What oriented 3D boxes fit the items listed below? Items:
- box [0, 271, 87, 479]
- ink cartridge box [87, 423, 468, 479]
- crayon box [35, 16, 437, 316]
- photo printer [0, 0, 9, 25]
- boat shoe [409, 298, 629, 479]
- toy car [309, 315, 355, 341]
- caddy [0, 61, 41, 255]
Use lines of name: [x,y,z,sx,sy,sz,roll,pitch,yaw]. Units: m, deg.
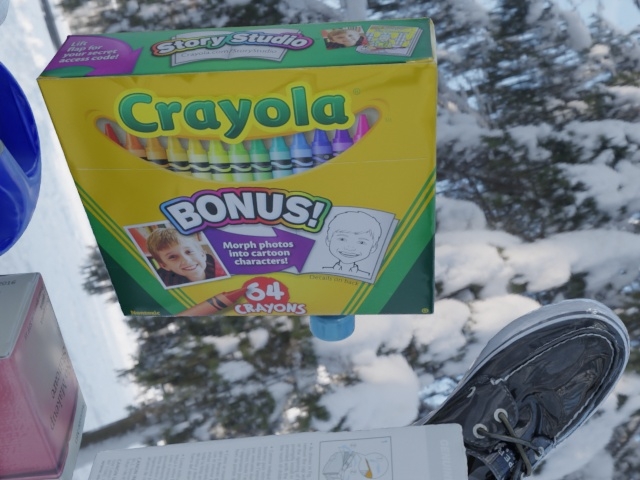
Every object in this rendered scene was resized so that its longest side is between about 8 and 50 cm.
box: [-0.367,0.173,0.882,0.148,0.127,0.232,-98,-177,-54]
ink cartridge box: [-0.023,0.150,0.321,0.145,0.179,0.045,-87,169,-51]
crayon box: [-0.063,-0.061,0.802,0.106,0.363,0.313,-84,170,-48]
photo printer: [-0.350,-0.173,0.483,0.107,0.308,0.256,50,19,-56]
boat shoe: [0.095,0.125,0.468,0.080,0.228,0.076,51,11,-8]
toy car: [0.000,0.000,1.240,0.238,0.210,0.219,26,-51,41]
caddy: [-0.424,-0.113,0.790,0.341,0.179,0.241,56,37,-62]
